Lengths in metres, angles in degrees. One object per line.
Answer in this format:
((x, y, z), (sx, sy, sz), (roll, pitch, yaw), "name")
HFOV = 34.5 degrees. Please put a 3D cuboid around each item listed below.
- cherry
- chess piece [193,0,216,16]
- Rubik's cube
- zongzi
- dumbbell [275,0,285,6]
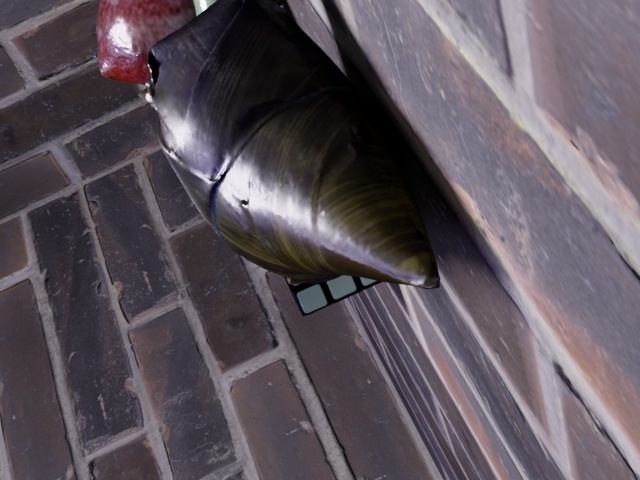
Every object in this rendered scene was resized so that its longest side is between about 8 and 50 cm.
((-0.217, -0.350, 1.560), (0.230, 0.300, 0.203), (45, 171, 3), "cherry")
((-0.125, -0.289, 1.366), (0.194, 0.195, 0.299), (-122, 16, -69), "chess piece")
((0.000, 0.000, 1.656), (0.163, 0.162, 0.160), (65, 178, -22), "Rubik's cube")
((0.027, -0.004, 1.069), (0.432, 0.208, 0.403), (48, 173, 36), "zongzi")
((-0.074, -0.310, 1.210), (0.147, 0.069, 0.069), (-118, 4, -47), "dumbbell")
